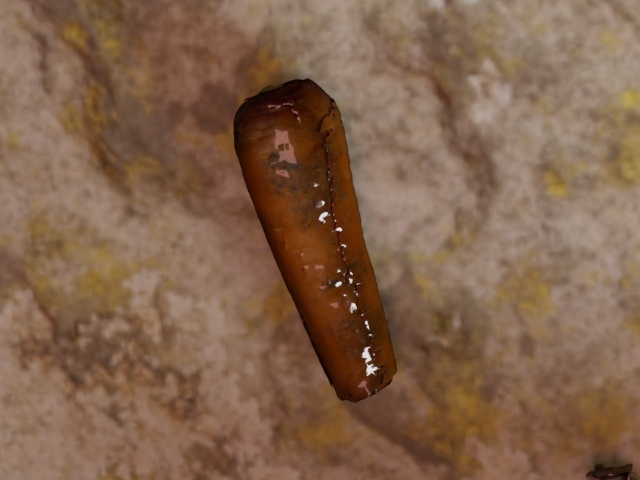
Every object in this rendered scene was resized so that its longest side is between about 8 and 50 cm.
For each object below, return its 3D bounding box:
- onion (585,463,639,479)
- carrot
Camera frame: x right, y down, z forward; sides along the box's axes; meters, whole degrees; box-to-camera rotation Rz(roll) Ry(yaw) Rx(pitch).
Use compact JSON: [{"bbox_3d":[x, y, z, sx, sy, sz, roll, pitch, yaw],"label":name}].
[{"bbox_3d":[0.236,0.288,0.580,0.256,0.272,0.230,4,127,14],"label":"onion"},{"bbox_3d":[0.000,0.000,0.641,0.055,0.055,0.161,-14,105,11],"label":"carrot"}]
